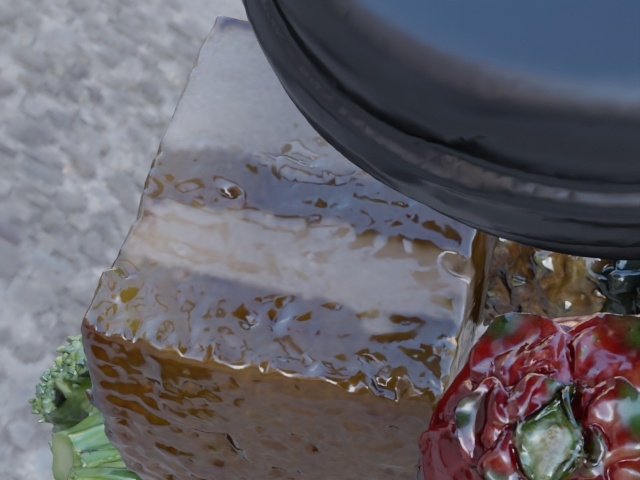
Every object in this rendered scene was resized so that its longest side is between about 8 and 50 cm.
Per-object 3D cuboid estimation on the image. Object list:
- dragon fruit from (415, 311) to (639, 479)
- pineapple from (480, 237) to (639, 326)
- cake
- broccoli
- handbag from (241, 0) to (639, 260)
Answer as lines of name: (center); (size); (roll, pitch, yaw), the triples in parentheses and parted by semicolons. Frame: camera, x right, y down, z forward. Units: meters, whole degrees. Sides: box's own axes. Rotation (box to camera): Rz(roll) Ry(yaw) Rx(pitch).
dragon fruit: (0.109, 0.086, 0.527); (0.142, 0.130, 0.121); (39, 25, -9)
pineapple: (0.206, 0.024, 0.900); (0.158, 0.157, 0.279); (6, 17, -42)
cake: (0.000, 0.000, 0.805); (0.196, 0.198, 0.293); (10, 59, 10)
broccoli: (-0.148, 0.164, 1.200); (0.176, 0.226, 0.197); (-20, 99, -16)
handbag: (0.090, -0.133, 0.431); (0.093, 0.254, 0.308); (64, 19, -59)
